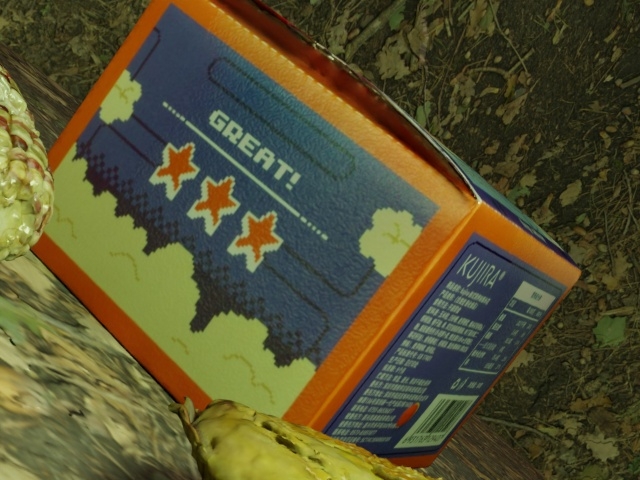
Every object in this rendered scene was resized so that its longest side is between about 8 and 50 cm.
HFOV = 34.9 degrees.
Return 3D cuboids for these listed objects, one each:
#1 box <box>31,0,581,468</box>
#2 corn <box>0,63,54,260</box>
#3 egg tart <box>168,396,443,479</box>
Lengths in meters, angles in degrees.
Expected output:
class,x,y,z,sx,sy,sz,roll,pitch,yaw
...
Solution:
class,x,y,z,sx,sy,sz,roll,pitch,yaw
box,0.000,0.000,0.854,0.318,0.257,0.348,42,9,26
corn,-0.237,-0.066,0.682,0.098,0.098,0.290,39,2,-33
egg tart,0.047,0.167,0.467,0.297,0.132,0.297,27,-6,3
